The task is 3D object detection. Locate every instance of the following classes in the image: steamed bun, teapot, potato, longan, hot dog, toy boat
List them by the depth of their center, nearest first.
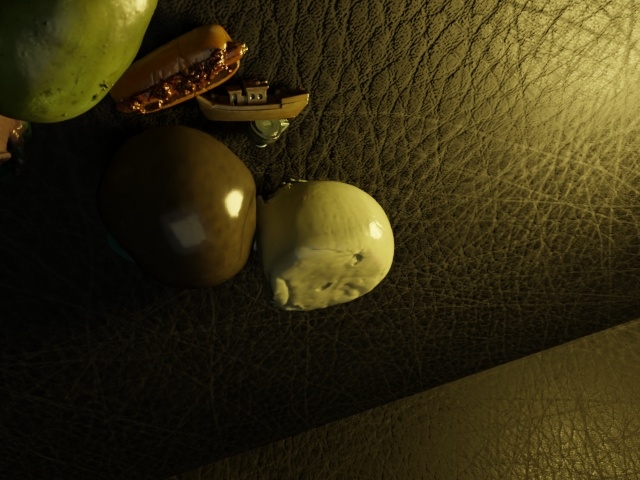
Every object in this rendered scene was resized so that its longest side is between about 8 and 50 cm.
[{"bbox_3d":[-0.361,-0.296,0.735,0.216,0.215,0.304,21,118,-39],"label":"potato"},{"bbox_3d":[-0.239,-0.281,0.902,0.249,0.076,0.102,-22,139,8],"label":"hot dog"},{"bbox_3d":[-0.125,-0.261,0.984,0.206,0.064,0.072,-6,126,-15],"label":"toy boat"},{"bbox_3d":[-0.258,-0.050,1.015,0.289,0.288,0.350,-13,135,-6],"label":"longan"},{"bbox_3d":[-0.106,-0.216,1.053,0.088,0.066,0.057,-21,169,-34],"label":"teapot"},{"bbox_3d":[-0.371,0.002,1.189,0.175,0.110,0.091,26,139,13],"label":"toy boat"},{"bbox_3d":[0.000,0.000,1.216,0.312,0.233,0.333,-8,150,-16],"label":"steamed bun"}]

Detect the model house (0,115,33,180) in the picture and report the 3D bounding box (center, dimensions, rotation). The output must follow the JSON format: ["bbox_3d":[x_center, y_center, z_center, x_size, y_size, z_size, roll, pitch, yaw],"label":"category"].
[{"bbox_3d":[-0.598,-0.099,0.854,0.237,0.237,0.202,-25,140,8],"label":"model house"}]
